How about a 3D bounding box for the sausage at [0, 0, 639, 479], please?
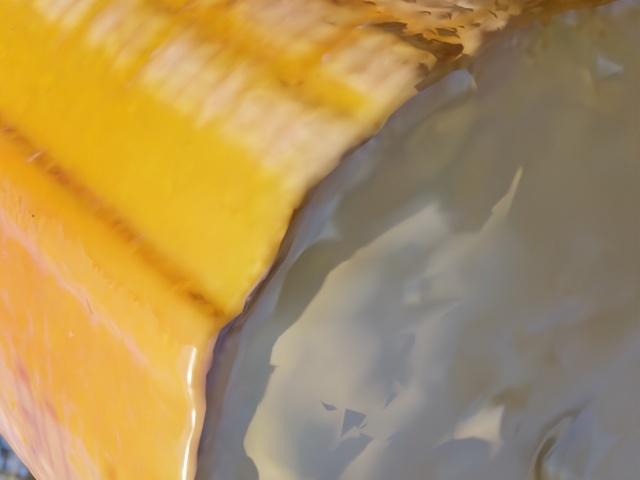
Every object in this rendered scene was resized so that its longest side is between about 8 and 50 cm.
[{"bbox_3d":[0.000,0.000,0.559,0.233,0.233,0.287,3,-161,-31],"label":"sausage"}]
